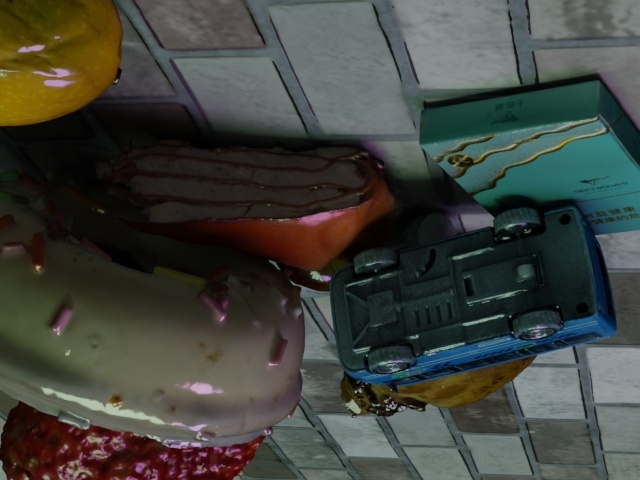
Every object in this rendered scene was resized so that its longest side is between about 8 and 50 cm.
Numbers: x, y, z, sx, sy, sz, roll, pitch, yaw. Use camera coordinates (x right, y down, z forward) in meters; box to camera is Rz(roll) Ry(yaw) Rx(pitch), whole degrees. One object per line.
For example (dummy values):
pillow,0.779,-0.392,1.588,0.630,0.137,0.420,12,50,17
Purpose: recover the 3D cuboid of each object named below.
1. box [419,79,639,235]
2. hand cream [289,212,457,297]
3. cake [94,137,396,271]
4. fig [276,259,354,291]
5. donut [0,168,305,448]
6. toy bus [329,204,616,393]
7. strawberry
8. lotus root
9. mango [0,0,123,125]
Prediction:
box,0.207,-0.063,1.345,0.162,0.041,0.229,-8,154,29
hand cream,0.044,0.024,1.585,0.079,0.048,0.255,12,158,-32
cake,-0.059,-0.044,1.386,0.287,0.098,0.135,8,152,-20
fig,0.000,0.000,1.519,0.084,0.098,0.082,29,-167,28
donut,-0.183,0.049,1.405,0.382,0.142,0.382,20,-167,-5
toy bus,0.140,0.058,1.407,0.246,0.114,0.134,-16,158,20
strawberry,-0.232,0.270,2.009,0.351,0.267,0.312,-21,149,0
lotus root,0.141,0.091,1.608,0.169,0.141,0.314,19,145,-35
mango,-0.307,-0.179,1.069,0.359,0.144,0.187,17,143,-12
